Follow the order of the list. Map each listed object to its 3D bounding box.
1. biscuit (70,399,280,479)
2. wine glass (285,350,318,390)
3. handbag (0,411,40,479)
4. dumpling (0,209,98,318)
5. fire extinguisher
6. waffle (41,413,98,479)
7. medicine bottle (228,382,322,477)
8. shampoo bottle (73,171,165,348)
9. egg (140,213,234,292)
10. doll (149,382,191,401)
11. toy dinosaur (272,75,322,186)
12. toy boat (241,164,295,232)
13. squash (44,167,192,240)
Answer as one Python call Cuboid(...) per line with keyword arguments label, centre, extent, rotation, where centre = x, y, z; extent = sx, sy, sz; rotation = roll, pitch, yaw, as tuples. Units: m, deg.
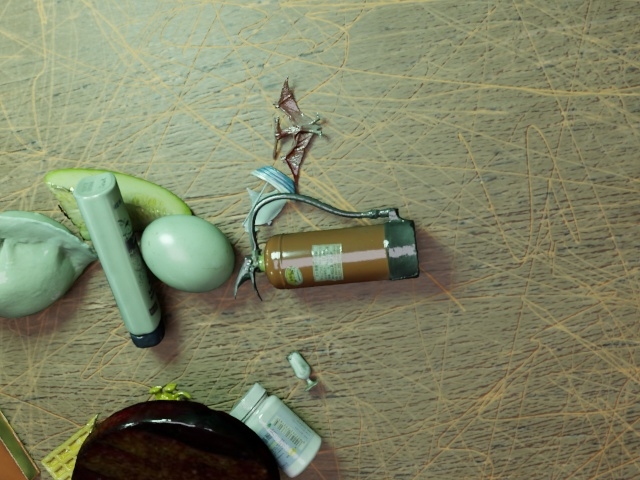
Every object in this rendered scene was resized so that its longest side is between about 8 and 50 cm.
Cuboid(label="biscuit", centre=(-0.283, 0.478, 1.143), extent=(0.406, 0.091, 0.408), rotation=(0, 117, 1))
Cuboid(label="wine glass", centre=(-0.041, 0.274, 1.200), extent=(0.039, 0.042, 0.083), rotation=(-33, 87, -28))
Cuboid(label="handbag", centre=(-0.757, 0.495, 1.314), extent=(0.127, 0.063, 0.190), rotation=(-29, 94, 10))
Cuboid(label="dumpling", centre=(-0.667, 0.033, 1.187), extent=(0.320, 0.212, 0.270), rotation=(-42, 126, -2))
Cuboid(label="fire extinguisher", centre=(0.002, 0.006, 1.138), extent=(0.375, 0.113, 0.201), rotation=(-8, 68, 8))
Cuboid(label="waffle", centre=(-0.534, 0.492, 1.293), extent=(0.191, 0.032, 0.125), rotation=(-37, 89, 12))
Cuboid(label="medicine bottle", centre=(-0.094, 0.393, 1.186), extent=(0.186, 0.103, 0.103), rotation=(43, 100, 1))
Cuboid(label="shampoo bottle", centre=(-0.391, 0.044, 1.135), extent=(0.078, 0.134, 0.360), rotation=(-15, 122, -10))
Cuboid(label="egg", centre=(-0.264, 0.025, 1.140), extent=(0.192, 0.149, 0.149), rotation=(31, 100, -19))
Cuboid(label="doll", centre=(-0.308, 0.402, 1.225), extent=(0.145, 0.096, 0.188), rotation=(12, 93, -2))
Cuboid(label="toy dinosaur", centre=(-0.051, -0.220, 1.149), extent=(0.108, 0.032, 0.220), rotation=(-5, 98, 6))
Cuboid(label="toy boat", centre=(-0.104, -0.078, 1.170), extent=(0.105, 0.034, 0.150), rotation=(12, 98, 8))
Cuboid(label="squash", centre=(-0.403, -0.102, 1.174), extent=(0.251, 0.093, 0.170), rotation=(-10, 134, 9))
